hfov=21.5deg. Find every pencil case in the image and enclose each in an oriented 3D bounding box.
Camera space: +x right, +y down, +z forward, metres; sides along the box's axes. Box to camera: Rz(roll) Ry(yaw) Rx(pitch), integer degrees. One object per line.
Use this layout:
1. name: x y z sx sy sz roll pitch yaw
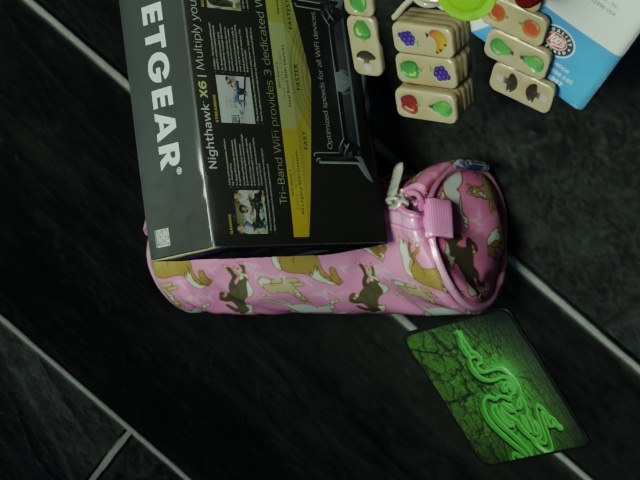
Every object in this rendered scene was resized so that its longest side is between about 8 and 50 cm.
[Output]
1. pencil case: 0.000 0.000 1.726 0.386 0.160 0.167 -2 112 36

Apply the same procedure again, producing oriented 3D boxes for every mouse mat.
1. mouse mat: 0.189 0.161 1.828 0.152 0.007 0.190 -19 111 42

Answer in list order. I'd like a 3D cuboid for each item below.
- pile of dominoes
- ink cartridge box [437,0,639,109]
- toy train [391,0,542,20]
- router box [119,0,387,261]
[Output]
1. pile of dominoes: 0.092 -0.216 1.400 0.196 0.040 0.251 11 129 30
2. ink cartridge box: 0.218 -0.296 1.371 0.223 0.129 0.307 38 136 6
3. toy train: 0.123 -0.206 1.285 0.248 0.143 0.105 -35 100 35
4. router box: -0.060 -0.139 1.515 0.081 0.243 0.309 -11 83 39
